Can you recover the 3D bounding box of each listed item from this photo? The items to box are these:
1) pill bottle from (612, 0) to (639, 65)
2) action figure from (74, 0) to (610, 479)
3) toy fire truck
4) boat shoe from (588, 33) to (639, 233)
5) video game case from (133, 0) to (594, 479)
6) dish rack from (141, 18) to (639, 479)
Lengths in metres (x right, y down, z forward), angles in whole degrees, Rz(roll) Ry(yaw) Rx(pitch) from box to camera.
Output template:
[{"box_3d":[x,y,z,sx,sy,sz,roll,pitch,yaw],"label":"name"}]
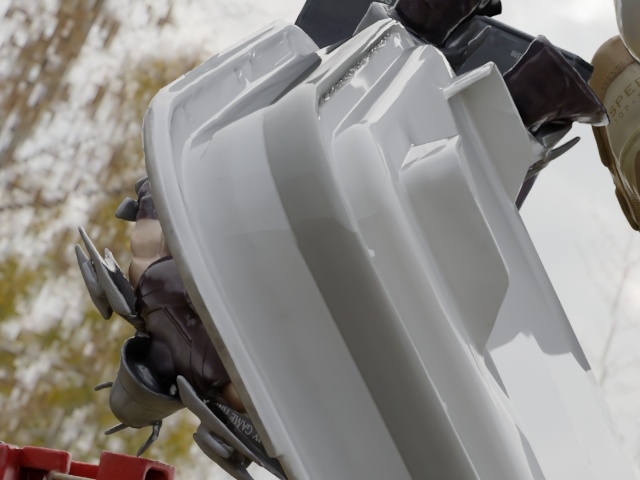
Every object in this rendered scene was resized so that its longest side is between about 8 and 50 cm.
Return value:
[{"box_3d":[0.276,-0.225,1.023,0.229,0.407,0.229,-4,-13,-1],"label":"pill bottle"},{"box_3d":[0.000,0.000,0.845,0.185,0.285,0.099,48,6,16],"label":"action figure"},{"box_3d":[-0.137,0.147,1.021,0.135,0.047,0.192,7,-10,12],"label":"toy fire truck"},{"box_3d":[0.273,-0.045,1.267,0.110,0.122,0.341,58,4,30],"label":"boat shoe"},{"box_3d":[0.013,-0.010,0.987,0.196,0.274,0.026,31,5,41],"label":"video game case"},{"box_3d":[0.069,0.076,0.571,0.072,0.285,0.333,-24,-82,12],"label":"dish rack"}]
